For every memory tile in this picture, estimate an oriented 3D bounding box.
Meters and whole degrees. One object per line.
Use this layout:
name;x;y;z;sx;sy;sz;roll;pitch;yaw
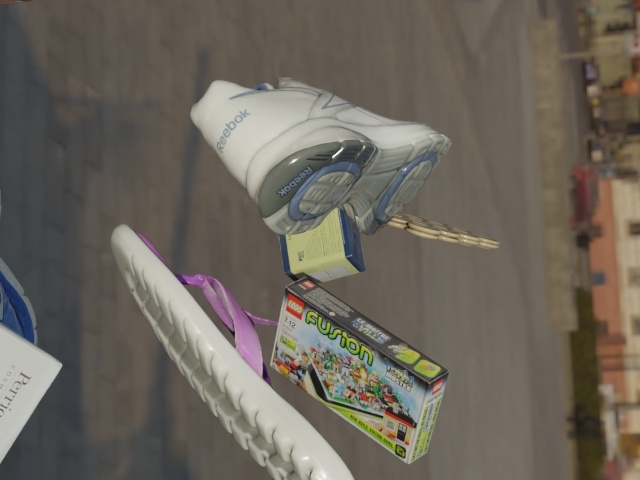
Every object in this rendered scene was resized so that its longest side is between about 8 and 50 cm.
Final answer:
memory tile;0.117;-0.013;1.507;0.148;0.113;0.012;8;99;-48

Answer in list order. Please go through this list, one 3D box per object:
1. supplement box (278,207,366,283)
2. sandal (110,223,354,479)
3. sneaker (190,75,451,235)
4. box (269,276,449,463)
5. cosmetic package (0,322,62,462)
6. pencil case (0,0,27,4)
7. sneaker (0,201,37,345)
supplement box;0.000;0.000;1.599;0.056;0.083;0.083;47;31;-61
sandal;-0.082;0.134;1.517;0.416;0.102;0.169;49;-22;17
sneaker;0.009;-0.081;1.109;0.129;0.111;0.297;44;16;20
box;0.038;0.138;1.492;0.036;0.207;0.114;-24;136;-43
cosmetic package;-0.379;0.164;0.863;0.284;0.097;0.377;41;76;-44
pencil case;-0.380;-0.263;1.271;0.160;0.386;0.167;-126;-154;-47
sneaker;-0.431;0.065;1.633;0.147;0.130;0.330;-75;158;-62
